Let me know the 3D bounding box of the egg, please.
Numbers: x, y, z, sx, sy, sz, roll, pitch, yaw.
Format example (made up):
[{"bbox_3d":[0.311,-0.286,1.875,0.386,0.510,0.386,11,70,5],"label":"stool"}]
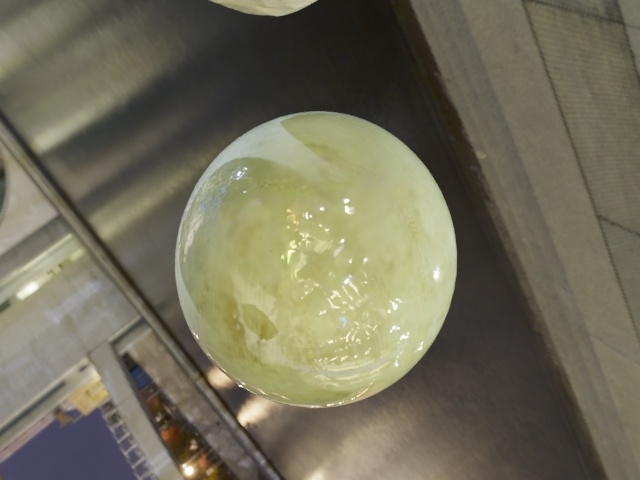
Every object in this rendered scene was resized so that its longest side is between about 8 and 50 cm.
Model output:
[{"bbox_3d":[0.000,0.000,0.547,0.218,0.218,0.295,57,-159,-21],"label":"egg"}]

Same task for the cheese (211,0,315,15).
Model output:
[{"bbox_3d":[-0.094,-0.278,0.489,0.247,0.174,0.251,28,166,-32],"label":"cheese"}]
